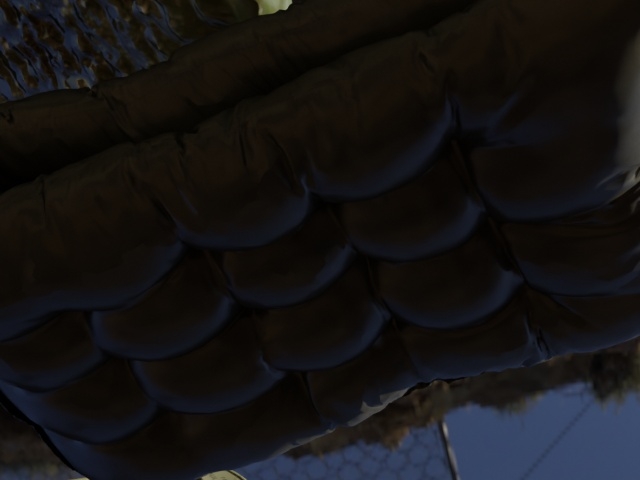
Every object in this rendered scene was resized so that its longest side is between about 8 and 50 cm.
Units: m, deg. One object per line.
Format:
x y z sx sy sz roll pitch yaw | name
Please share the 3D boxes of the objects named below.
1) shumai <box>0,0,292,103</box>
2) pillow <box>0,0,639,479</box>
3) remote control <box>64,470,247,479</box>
-0.139 -0.260 1.013 0.397 0.324 0.323 12 -132 31 | shumai
0.000 0.000 0.540 0.326 0.228 0.101 -22 -129 7 | pillow
-0.138 0.198 0.906 0.221 0.042 0.078 0 -150 -41 | remote control
